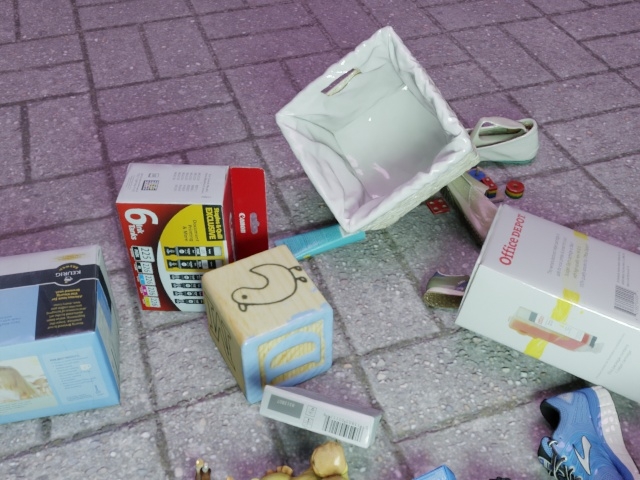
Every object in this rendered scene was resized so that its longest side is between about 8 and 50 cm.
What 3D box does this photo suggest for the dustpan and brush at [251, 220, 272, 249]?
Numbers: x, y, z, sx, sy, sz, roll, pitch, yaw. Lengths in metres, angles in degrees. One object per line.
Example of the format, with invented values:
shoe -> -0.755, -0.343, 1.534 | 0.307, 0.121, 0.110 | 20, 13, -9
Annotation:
dustpan and brush -> -0.188, -0.020, 1.652 | 0.211, 0.060, 0.147 | 21, 24, 20

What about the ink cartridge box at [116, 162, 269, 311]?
ink cartridge box -> -0.246, 0.000, 1.447 | 0.271, 0.309, 0.130 | 1, 44, 1

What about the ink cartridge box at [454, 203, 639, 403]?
ink cartridge box -> 0.487, 0.110, 1.378 | 0.384, 0.160, 0.279 | 23, 34, 12

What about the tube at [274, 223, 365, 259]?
tube -> 0.000, 0.000, 1.645 | 0.207, 0.052, 0.080 | -16, 41, -9

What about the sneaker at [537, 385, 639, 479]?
sneaker -> 0.448, 0.395, 1.190 | 0.147, 0.130, 0.330 | -6, 35, 5

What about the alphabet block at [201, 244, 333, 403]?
alphabet block -> -0.102, 0.160, 1.367 | 0.192, 0.193, 0.197 | -20, 47, -23

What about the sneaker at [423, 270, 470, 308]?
sneaker -> 0.323, 0.109, 1.516 | 0.192, 0.064, 0.086 | 10, 45, 11

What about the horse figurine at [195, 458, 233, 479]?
horse figurine -> -0.137, 0.450, 1.103 | 0.066, 0.174, 0.263 | -24, 62, -29

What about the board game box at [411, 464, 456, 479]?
board game box -> 0.163, 0.478, 1.085 | 0.160, 0.047, 0.210 | -30, 43, 14

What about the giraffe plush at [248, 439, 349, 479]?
giraffe plush -> -0.033, 0.409, 1.119 | 0.170, 0.181, 0.210 | -15, 21, -5

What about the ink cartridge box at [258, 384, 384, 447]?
ink cartridge box -> 0.011, 0.304, 1.235 | 0.189, 0.232, 0.066 | 14, 77, 13

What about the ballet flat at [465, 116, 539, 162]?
ballet flat -> 0.390, -0.268, 1.870 | 0.400, 0.139, 0.139 | -5, 44, -6

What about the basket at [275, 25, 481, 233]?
basket -> 0.144, -0.226, 1.574 | 0.328, 0.266, 0.331 | -36, 76, 19

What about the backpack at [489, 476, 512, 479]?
backpack -> 0.327, 0.464, 1.104 | 0.173, 0.117, 0.158 | 18, 37, -30

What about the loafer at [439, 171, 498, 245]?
loafer -> 0.353, -0.113, 1.688 | 0.092, 0.102, 0.268 | -28, 71, -2

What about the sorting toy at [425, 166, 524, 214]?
sorting toy -> 0.374, -0.144, 1.798 | 0.274, 0.046, 0.132 | -12, 45, -12

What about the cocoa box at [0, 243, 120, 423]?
cocoa box -> -0.565, 0.182, 1.308 | 0.347, 0.231, 0.228 | -8, 45, -9
